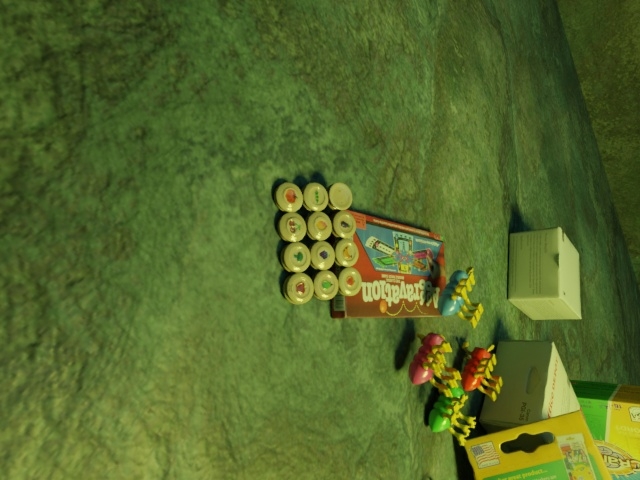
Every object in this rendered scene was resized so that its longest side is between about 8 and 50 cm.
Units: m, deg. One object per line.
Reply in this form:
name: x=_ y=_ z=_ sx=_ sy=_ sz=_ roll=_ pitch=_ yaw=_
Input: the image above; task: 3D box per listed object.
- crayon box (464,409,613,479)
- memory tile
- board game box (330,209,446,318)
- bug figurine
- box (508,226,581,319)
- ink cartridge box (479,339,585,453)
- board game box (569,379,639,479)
crayon box: x=0.388 y=0.463 z=0.718 sx=0.083 sy=0.203 sz=0.322 roll=41 pitch=30 yaw=-69
memory tile: x=0.000 y=0.000 z=0.541 sx=0.113 sy=0.012 sz=0.147 roll=-3 pitch=83 yaw=-34
board game box: x=0.117 y=0.046 z=0.676 sx=0.281 sy=0.027 sz=0.144 roll=10 pitch=77 yaw=-47
bug figurine: x=0.221 y=0.188 z=0.721 sx=0.216 sy=0.072 sz=0.278 roll=-47 pitch=127 yaw=-34
box: x=0.556 y=0.087 z=1.088 sx=0.182 sy=0.119 sz=0.180 roll=32 pitch=61 yaw=-40
ink cartridge box: x=0.454 y=0.374 z=0.921 sx=0.283 sy=0.117 sz=0.207 roll=56 pitch=47 yaw=-25
board game box: x=0.681 y=0.487 z=1.061 sx=0.064 sy=0.242 sz=0.316 roll=-36 pitch=109 yaw=-44
